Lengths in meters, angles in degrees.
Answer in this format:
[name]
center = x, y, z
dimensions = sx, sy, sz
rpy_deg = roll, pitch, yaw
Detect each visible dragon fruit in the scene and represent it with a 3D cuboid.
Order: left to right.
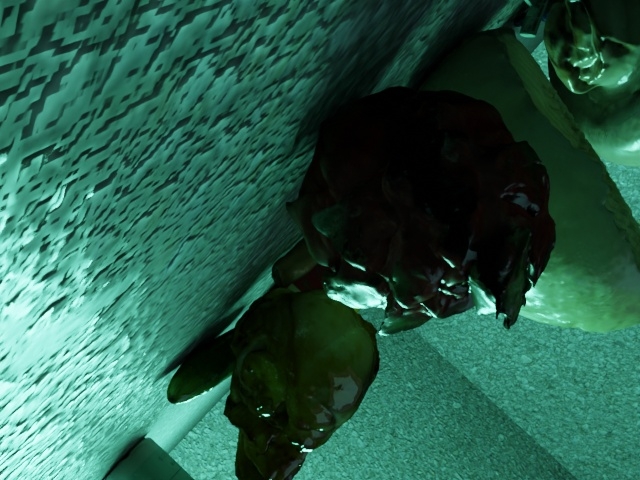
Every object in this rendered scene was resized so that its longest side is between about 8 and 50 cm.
[dragon fruit]
center = 0.065, -0.024, 0.470
dimensions = 0.188, 0.182, 0.182
rpy_deg = -5, -160, 31

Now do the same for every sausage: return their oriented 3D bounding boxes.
[sausage]
center = -0.001, -0.001, 0.860
dimensions = 0.177, 0.040, 0.047
rpy_deg = -44, 175, -31

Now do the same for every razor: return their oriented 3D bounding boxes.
[razor]
center = 0.253, -0.306, 0.751
dimensions = 0.211, 0.035, 0.084
rpy_deg = 9, 100, -78

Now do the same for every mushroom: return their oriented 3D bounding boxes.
[mushroom]
center = 0.421, -0.279, 0.894
dimensions = 0.294, 0.363, 0.362
rpy_deg = -4, 161, -14

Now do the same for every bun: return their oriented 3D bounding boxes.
[bun]
center = 0.215, -0.049, 0.742
dimensions = 0.202, 0.364, 0.364
rpy_deg = -35, -179, 25

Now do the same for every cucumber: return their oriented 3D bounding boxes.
[cucumber]
center = -0.131, 0.153, 0.875
dimensions = 0.056, 0.056, 0.250
rpy_deg = -49, 174, 17

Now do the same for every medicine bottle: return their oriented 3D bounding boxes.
[medicine bottle]
center = -0.208, 0.494, 1.128
dimensions = 0.110, 0.352, 0.110
rpy_deg = -48, 175, -5

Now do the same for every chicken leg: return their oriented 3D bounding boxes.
[chicken leg]
center = -0.026, 0.196, 0.907
dimensions = 0.409, 0.181, 0.295
rpy_deg = 0, 112, -80

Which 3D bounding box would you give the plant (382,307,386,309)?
[plant]
center = 0.149, 0.055, 1.273
dimensions = 0.320, 0.181, 0.194
rpy_deg = -10, -120, 56

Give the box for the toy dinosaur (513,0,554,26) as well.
[toy dinosaur]
center = 0.373, -0.382, 1.124
dimensions = 0.188, 0.075, 0.247
rpy_deg = -38, -179, -1

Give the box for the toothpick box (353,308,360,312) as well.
[toothpick box]
center = 0.096, 0.100, 1.736
dimensions = 0.192, 0.192, 0.294
rpy_deg = -45, 180, -31

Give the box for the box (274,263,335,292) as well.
[box]
center = 0.011, 0.053, 1.117
dimensions = 0.313, 0.089, 0.197
rpy_deg = -48, 173, 11
